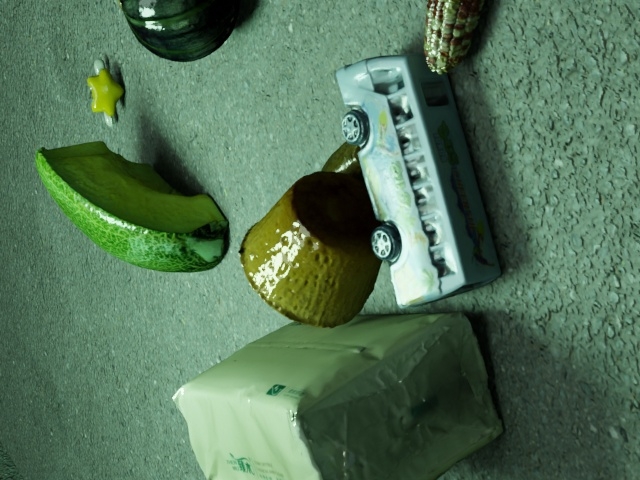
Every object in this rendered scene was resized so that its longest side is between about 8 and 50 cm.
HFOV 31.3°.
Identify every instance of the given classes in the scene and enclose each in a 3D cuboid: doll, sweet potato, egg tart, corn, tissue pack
[{"bbox_3d":[-0.449,-0.316,2.382,0.113,0.071,0.135,117,141,-72],"label":"doll"},{"bbox_3d":[0.027,-0.078,1.657,0.077,0.077,0.244,63,144,23],"label":"sweet potato"},{"bbox_3d":[0.000,0.000,1.563,0.202,0.202,0.147,59,143,28],"label":"egg tart"},{"bbox_3d":[0.168,-0.309,1.348,0.079,0.079,0.237,49,144,39],"label":"corn"},{"bbox_3d":[0.014,0.234,1.565,0.380,0.297,0.207,-7,107,57],"label":"tissue pack"}]

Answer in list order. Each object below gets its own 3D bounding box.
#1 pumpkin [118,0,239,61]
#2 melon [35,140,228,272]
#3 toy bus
[{"bbox_3d":[-0.228,-0.414,1.839,0.250,0.216,0.250,52,173,9],"label":"pumpkin"},{"bbox_3d":[-0.335,-0.051,2.154,0.343,0.226,0.331,45,176,43],"label":"melon"},{"bbox_3d":[0.125,-0.085,1.470,0.136,0.109,0.330,-20,83,50],"label":"toy bus"}]
